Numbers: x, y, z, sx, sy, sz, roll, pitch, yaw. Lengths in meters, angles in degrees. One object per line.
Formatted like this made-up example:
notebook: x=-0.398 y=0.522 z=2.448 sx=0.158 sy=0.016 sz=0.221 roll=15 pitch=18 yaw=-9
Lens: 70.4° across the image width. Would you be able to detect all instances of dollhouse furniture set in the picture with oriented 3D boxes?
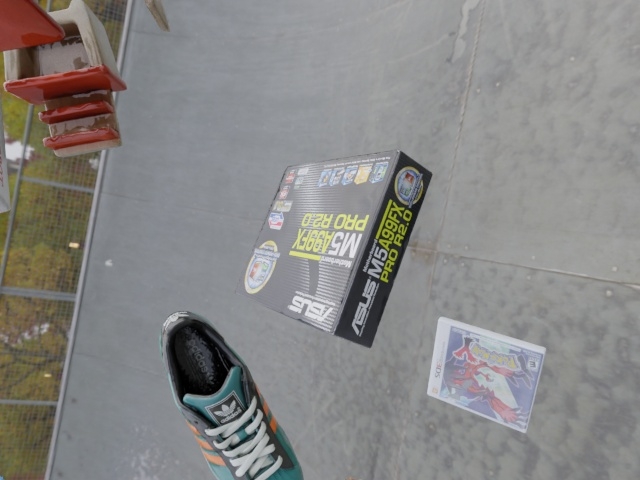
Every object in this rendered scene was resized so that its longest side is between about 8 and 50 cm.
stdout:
dollhouse furniture set: x=-0.250 y=-0.166 z=0.358 sx=0.259 sy=0.262 sz=0.135 roll=121 pitch=138 yaw=-87

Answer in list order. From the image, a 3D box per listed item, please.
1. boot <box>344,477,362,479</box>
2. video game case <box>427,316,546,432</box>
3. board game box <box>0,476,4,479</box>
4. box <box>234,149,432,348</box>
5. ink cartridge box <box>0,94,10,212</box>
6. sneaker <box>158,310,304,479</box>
boot: x=0.108 y=0.438 z=0.671 sx=0.109 sy=0.220 sz=0.283 roll=-58 pitch=-22 yaw=-11
video game case: x=0.321 y=0.264 z=0.902 sx=0.202 sy=0.023 sz=0.183 roll=14 pitch=111 yaw=29
board game box: x=-0.467 y=0.318 z=0.335 sx=0.086 sy=0.302 sz=0.308 roll=6 pitch=61 yaw=35
box: x=0.000 y=0.000 z=0.598 sx=0.270 sy=0.060 sz=0.216 roll=8 pitch=73 yaw=58
ink cartridge box: x=-0.203 y=-0.080 z=0.209 sx=0.135 sy=0.056 sz=0.099 roll=113 pitch=140 yaw=-63
sneaker: x=-0.118 y=0.225 z=0.574 sx=0.302 sy=0.108 sz=0.121 roll=56 pitch=162 yaw=5
